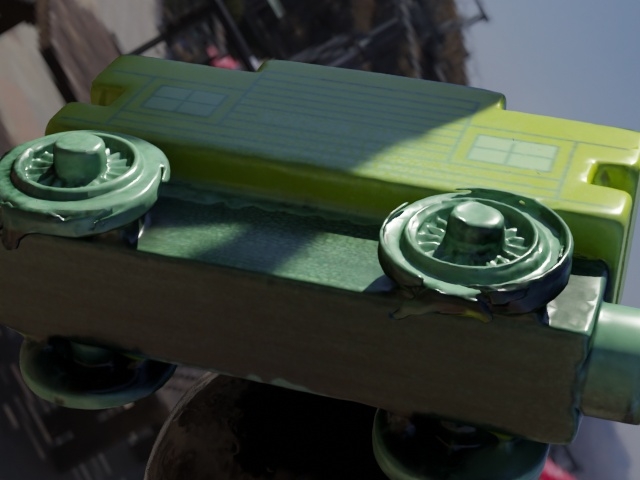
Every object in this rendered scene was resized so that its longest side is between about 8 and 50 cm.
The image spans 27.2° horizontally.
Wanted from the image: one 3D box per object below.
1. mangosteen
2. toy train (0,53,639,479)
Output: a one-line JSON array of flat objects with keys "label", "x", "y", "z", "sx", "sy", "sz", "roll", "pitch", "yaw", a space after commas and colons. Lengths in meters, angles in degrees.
[{"label": "mangosteen", "x": 0.001, "y": 0.228, "z": 0.995, "sx": 0.275, "sy": 0.275, "sz": 0.302, "roll": -7, "pitch": 104, "yaw": -82}, {"label": "toy train", "x": 0.000, "y": 0.000, "z": 0.824, "sx": 0.272, "sy": 0.442, "sz": 0.179, "roll": -58, "pitch": 154, "yaw": -54}]
